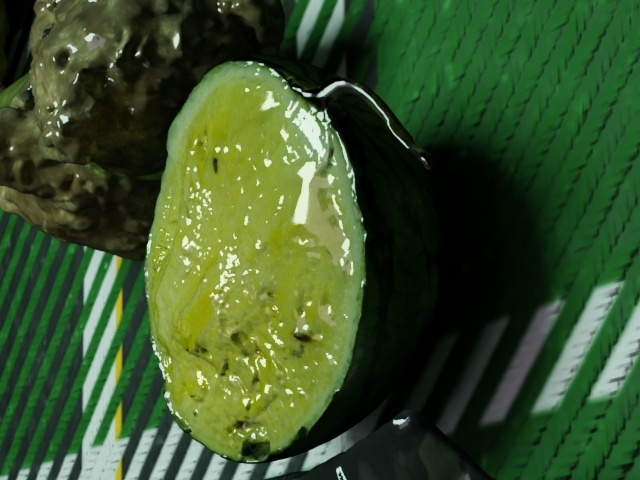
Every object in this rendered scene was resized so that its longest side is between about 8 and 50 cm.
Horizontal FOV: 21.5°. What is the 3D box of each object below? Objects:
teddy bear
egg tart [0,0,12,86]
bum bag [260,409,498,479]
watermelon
[{"bbox_3d":[-0.159,-0.110,1.092,0.296,0.246,0.222,45,147,40],"label":"teddy bear"},{"bbox_3d":[-0.354,-0.171,1.500,0.290,0.115,0.290,-21,64,51],"label":"egg tart"},{"bbox_3d":[-0.006,0.171,0.874,0.340,0.095,0.144,-24,99,48],"label":"bum bag"},{"bbox_3d":[-0.004,0.005,0.909,0.204,0.127,0.232,47,125,43],"label":"watermelon"}]
